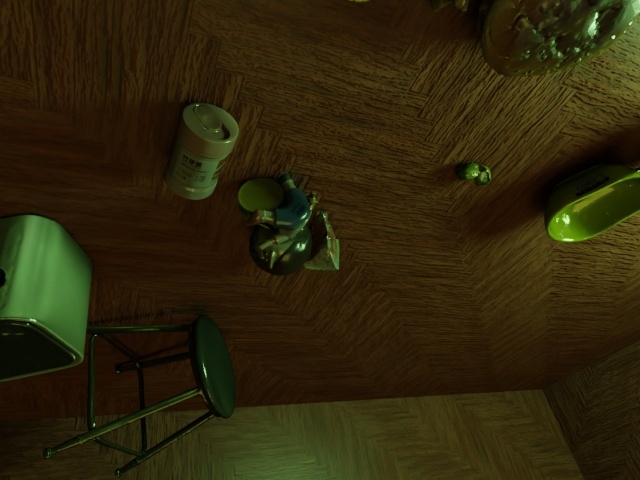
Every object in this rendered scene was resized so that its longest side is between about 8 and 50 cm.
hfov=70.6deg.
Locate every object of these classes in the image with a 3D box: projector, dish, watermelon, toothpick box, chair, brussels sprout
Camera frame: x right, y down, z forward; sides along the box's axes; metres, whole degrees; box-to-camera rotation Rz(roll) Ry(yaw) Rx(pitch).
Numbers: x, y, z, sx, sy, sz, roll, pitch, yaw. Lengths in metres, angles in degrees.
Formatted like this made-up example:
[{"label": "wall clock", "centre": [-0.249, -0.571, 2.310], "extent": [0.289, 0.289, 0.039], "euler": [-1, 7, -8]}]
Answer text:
[{"label": "projector", "centre": [-0.642, 0.124, 0.938], "extent": [0.249, 0.249, 0.248], "euler": [-12, 145, -4]}, {"label": "dish", "centre": [0.682, -0.112, 1.137], "extent": [0.221, 0.108, 0.263], "euler": [24, 133, -40]}, {"label": "watermelon", "centre": [0.015, 0.009, 1.117], "extent": [0.121, 0.097, 0.158], "euler": [11, 135, -31]}, {"label": "toothpick box", "centre": [-0.216, -0.156, 0.807], "extent": [0.099, 0.098, 0.149], "euler": [9, 141, -27]}, {"label": "chair", "centre": [-0.488, 0.419, 1.329], "extent": [0.411, 0.361, 0.364], "euler": [-18, 144, -2]}, {"label": "brussels sprout", "centre": [0.353, -0.152, 1.033], "extent": [0.084, 0.046, 0.051], "euler": [9, 133, -26]}]

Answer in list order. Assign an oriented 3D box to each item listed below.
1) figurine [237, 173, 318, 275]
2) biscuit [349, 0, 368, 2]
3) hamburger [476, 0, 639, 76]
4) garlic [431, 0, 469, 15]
[{"label": "figurine", "centre": [-0.096, -0.016, 1.010], "extent": [0.158, 0.161, 0.275], "euler": [26, 145, 16]}, {"label": "biscuit", "centre": [0.118, -0.406, 0.589], "extent": [0.241, 0.035, 0.158], "euler": [-26, 119, 20]}, {"label": "hamburger", "centre": [0.373, -0.363, 0.673], "extent": [0.286, 0.146, 0.243], "euler": [-30, 148, 21]}, {"label": "garlic", "centre": [0.205, -0.375, 0.651], "extent": [0.074, 0.094, 0.113], "euler": [37, 129, -8]}]
